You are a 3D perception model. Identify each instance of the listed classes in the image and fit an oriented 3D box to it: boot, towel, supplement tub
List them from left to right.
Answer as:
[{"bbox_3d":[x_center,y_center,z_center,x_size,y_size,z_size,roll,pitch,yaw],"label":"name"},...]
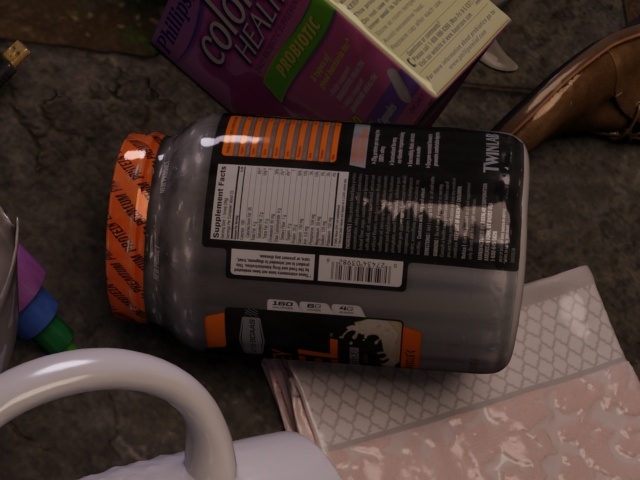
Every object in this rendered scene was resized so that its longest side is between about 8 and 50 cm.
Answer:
[{"bbox_3d":[0.000,0.000,1.265,0.316,0.193,0.193,4,62,4],"label":"supplement tub"},{"bbox_3d":[0.151,0.195,1.338,0.332,0.053,0.317,-13,71,-24],"label":"towel"},{"bbox_3d":[0.284,-0.137,1.523,0.305,0.112,0.115,-31,89,-32],"label":"boot"}]

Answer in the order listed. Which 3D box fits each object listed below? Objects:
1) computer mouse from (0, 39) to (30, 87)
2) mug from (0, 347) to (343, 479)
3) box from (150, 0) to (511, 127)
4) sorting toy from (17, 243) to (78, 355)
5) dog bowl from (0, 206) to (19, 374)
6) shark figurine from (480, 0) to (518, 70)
[{"bbox_3d":[-0.299,-0.226,1.322,0.184,0.060,0.262,42,83,1],"label":"computer mouse"},{"bbox_3d":[-0.146,0.247,1.037,0.328,0.276,0.374,-10,111,-21],"label":"mug"},{"bbox_3d":[0.002,-0.179,1.370,0.243,0.213,0.117,42,58,3],"label":"box"},{"bbox_3d":[-0.281,0.174,1.181,0.126,0.127,0.365,49,51,-27],"label":"sorting toy"},{"bbox_3d":[-0.372,0.045,1.122,0.349,0.102,0.349,-3,51,3],"label":"dog bowl"},{"bbox_3d":[0.177,-0.285,1.549,0.166,0.116,0.278,37,60,-1],"label":"shark figurine"}]
